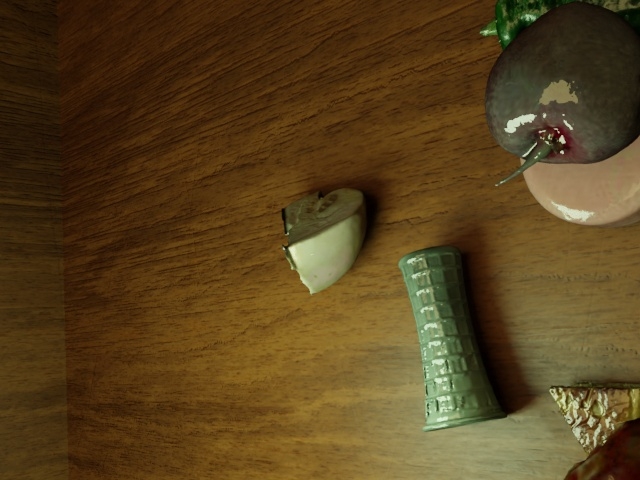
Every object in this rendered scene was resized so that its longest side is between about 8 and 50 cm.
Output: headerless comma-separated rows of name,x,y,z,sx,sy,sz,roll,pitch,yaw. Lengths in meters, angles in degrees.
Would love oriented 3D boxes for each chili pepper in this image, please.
chili pepper,0.377,-0.361,1.120,0.270,0.099,0.136,-4,94,40

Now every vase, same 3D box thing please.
vase,0.214,0.164,1.225,0.143,0.143,0.298,-25,68,41

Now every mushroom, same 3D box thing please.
mushroom,0.028,0.000,1.436,0.236,0.173,0.162,-100,-11,-64

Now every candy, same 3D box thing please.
candy,0.422,-0.147,1.067,0.255,0.094,0.255,-3,85,45

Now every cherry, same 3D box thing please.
cherry,0.332,-0.199,0.962,0.213,0.183,0.266,9,81,31

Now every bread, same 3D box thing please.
bread,0.431,0.252,1.063,0.136,0.054,0.154,-48,62,33

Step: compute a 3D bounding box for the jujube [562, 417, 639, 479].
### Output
jujube,0.415,0.415,0.917,0.276,0.276,0.376,24,116,42
